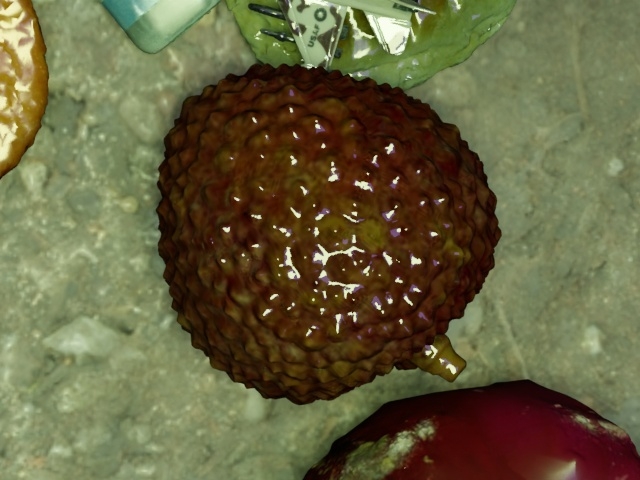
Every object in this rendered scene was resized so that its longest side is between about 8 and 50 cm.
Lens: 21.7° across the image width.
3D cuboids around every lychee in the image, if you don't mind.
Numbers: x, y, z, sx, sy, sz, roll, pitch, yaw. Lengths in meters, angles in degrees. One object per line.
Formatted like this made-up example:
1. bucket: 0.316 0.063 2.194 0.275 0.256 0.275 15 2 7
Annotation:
1. lychee: 0.000 0.000 1.313 0.275 0.276 0.304 -42 85 -5

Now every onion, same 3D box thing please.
1. onion: 0.162 0.325 1.302 0.398 0.420 0.398 -4 104 -17

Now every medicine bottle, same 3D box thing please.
1. medicine bottle: -0.173 -0.256 1.369 0.090 0.054 0.208 -39 98 5

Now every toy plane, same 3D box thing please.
1. toy plane: -0.015 -0.219 1.334 0.234 0.082 0.160 18 104 6

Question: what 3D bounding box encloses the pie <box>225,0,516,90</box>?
1. pie: 0.045 -0.270 1.405 0.306 0.071 0.306 -1 93 -11

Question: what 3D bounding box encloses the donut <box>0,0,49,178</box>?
1. donut: -0.341 -0.137 1.318 0.253 0.118 0.254 -1 96 -13
